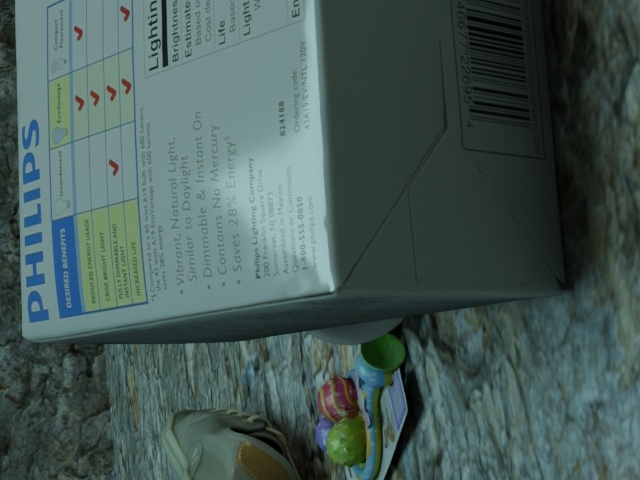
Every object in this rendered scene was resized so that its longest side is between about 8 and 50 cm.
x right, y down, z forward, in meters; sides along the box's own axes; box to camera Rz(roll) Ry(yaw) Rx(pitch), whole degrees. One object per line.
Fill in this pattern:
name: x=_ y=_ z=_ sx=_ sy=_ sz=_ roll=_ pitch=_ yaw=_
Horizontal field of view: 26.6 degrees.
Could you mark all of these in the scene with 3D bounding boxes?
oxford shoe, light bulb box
oxford shoe: x=-0.103 y=0.274 z=1.679 sx=0.130 sy=0.169 sz=0.449 roll=-50 pitch=8 yaw=-4
light bulb box: x=-0.040 y=-0.111 z=1.005 sx=0.361 sy=0.225 sz=0.357 roll=-11 pitch=79 yaw=47

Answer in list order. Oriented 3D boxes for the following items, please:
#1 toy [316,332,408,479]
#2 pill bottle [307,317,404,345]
toy: x=0.029 y=0.170 z=1.318 sx=0.237 sy=0.056 sz=0.136 roll=109 pitch=156 yaw=-49
pill bottle: x=0.000 y=0.000 z=1.269 sx=0.229 sy=0.131 sz=0.131 roll=-134 pitch=45 yaw=-67
